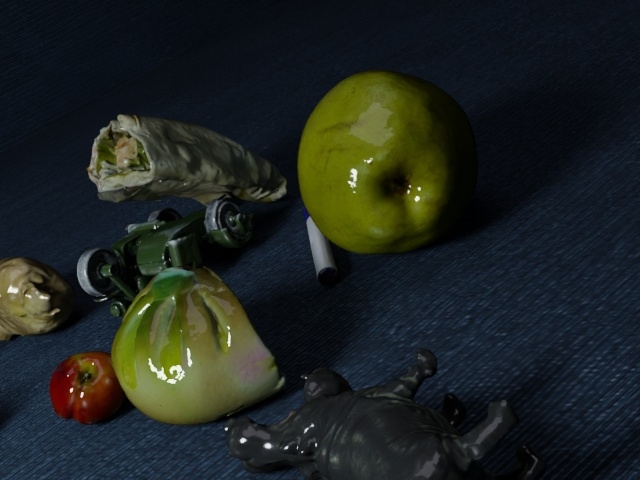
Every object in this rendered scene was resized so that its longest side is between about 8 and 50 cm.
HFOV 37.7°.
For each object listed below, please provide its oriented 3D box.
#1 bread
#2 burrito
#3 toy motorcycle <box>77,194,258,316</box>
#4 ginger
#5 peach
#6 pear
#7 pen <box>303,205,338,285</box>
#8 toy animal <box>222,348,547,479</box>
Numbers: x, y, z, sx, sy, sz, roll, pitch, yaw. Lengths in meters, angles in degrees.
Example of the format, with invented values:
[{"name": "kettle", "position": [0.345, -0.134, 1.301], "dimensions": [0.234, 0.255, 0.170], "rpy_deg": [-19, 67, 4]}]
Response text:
[{"name": "bread", "position": [-0.161, 0.132, 1.109], "dimensions": [0.261, 0.158, 0.156], "rpy_deg": [-11, 29, 33]}, {"name": "burrito", "position": [-0.210, -0.123, 1.565], "dimensions": [0.190, 0.135, 0.332], "rpy_deg": [-15, -13, 40]}, {"name": "toy motorcycle", "position": [-0.233, 0.021, 1.473], "dimensions": [0.205, 0.127, 0.275], "rpy_deg": [-6, 22, 34]}, {"name": "ginger", "position": [-0.494, 0.096, 1.538], "dimensions": [0.267, 0.138, 0.152], "rpy_deg": [-21, 34, 41]}, {"name": "peach", "position": [-0.294, 0.189, 1.195], "dimensions": [0.101, 0.100, 0.100], "rpy_deg": [-20, 23, 9]}, {"name": "pear", "position": [0.087, -0.106, 1.283], "dimensions": [0.253, 0.253, 0.307], "rpy_deg": [-24, 11, 1]}, {"name": "pen", "position": [0.000, 0.000, 1.395], "dimensions": [0.033, 0.033, 0.269], "rpy_deg": [-22, 23, 4]}, {"name": "toy animal", "position": [0.051, 0.183, 0.859], "dimensions": [0.168, 0.106, 0.343], "rpy_deg": [-43, 23, -24]}]
